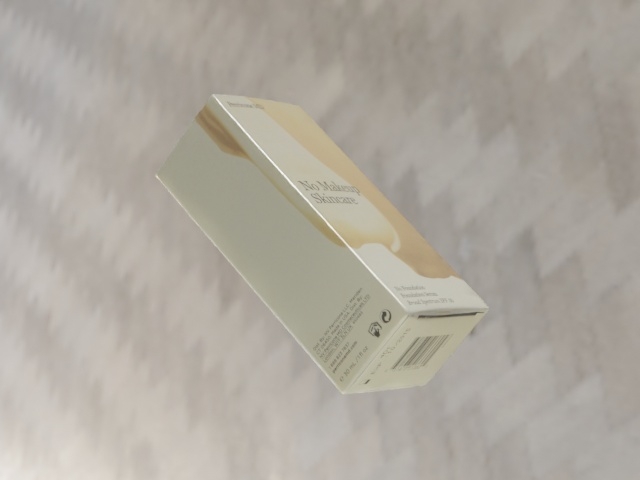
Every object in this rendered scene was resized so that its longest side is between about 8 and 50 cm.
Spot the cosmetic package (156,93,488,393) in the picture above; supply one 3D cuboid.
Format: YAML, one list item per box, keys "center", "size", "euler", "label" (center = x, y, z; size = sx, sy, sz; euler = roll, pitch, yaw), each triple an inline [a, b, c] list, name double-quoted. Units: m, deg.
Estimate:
- center: [0.000, 0.000, 0.610]
  size: [0.115, 0.060, 0.041]
  euler: [48, 114, 24]
  label: "cosmetic package"
